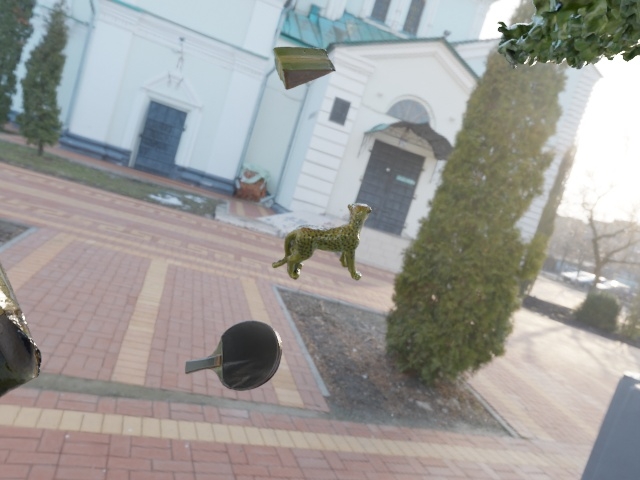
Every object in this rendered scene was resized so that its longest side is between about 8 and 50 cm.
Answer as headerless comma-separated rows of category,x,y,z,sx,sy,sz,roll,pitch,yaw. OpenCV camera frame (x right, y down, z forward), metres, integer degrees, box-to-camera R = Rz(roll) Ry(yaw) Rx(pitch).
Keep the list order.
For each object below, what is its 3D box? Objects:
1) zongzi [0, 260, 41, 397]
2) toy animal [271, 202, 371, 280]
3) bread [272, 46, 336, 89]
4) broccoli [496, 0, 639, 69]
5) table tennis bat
zongzi,-0.504,0.080,0.651,0.138,0.286,0.300,-26,-6,-35
toy animal,0.000,0.000,0.867,0.181,0.136,0.073,0,28,-5
bread,-0.036,-0.433,1.125,0.139,0.074,0.084,-22,-13,-5
broccoli,0.225,-0.281,0.365,0.249,0.302,0.375,47,-10,27
table tennis bat,-0.171,0.226,0.906,0.220,0.130,0.019,-16,-27,21
